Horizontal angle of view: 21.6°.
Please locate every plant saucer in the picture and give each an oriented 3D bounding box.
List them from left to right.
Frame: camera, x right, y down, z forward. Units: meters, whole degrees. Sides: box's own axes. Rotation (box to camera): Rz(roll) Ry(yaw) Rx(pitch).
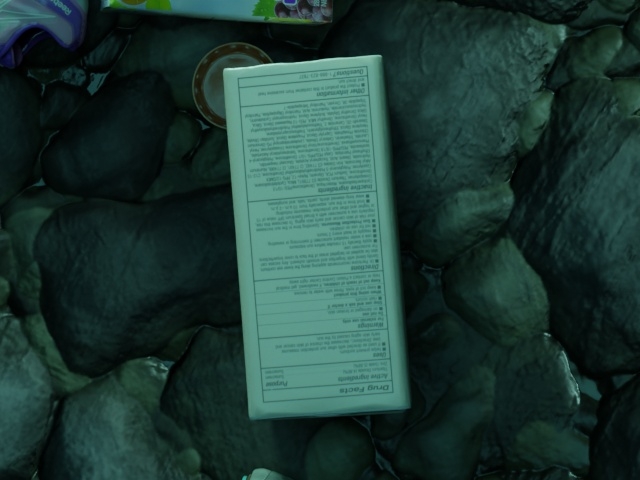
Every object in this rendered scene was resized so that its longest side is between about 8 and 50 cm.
[{"bbox_3d":[-0.079,-0.144,1.573,0.083,0.013,0.083,0,87,5],"label":"plant saucer"}]

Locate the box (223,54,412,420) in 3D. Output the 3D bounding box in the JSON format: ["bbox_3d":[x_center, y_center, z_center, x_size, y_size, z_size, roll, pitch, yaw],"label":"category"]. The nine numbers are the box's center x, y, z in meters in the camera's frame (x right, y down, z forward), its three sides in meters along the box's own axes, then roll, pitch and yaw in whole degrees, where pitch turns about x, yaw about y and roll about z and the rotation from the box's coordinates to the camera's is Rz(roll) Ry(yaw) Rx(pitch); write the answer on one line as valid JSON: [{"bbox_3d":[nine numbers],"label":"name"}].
[{"bbox_3d":[0.000,0.000,1.494,0.148,0.121,0.311,-3,89,4],"label":"box"}]

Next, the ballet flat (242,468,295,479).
[{"bbox_3d":[-0.061,0.315,1.513,0.068,0.072,0.213,14,87,2],"label":"ballet flat"}]

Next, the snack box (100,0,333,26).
[{"bbox_3d":[-0.091,-0.287,1.517,0.207,0.070,0.174,1,93,-13],"label":"snack box"}]

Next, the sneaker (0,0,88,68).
[{"bbox_3d":[-0.321,-0.210,1.567,0.236,0.095,0.104,-5,93,4],"label":"sneaker"}]
